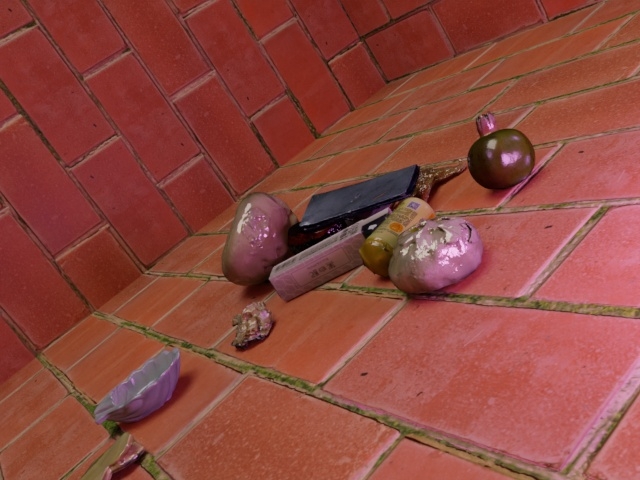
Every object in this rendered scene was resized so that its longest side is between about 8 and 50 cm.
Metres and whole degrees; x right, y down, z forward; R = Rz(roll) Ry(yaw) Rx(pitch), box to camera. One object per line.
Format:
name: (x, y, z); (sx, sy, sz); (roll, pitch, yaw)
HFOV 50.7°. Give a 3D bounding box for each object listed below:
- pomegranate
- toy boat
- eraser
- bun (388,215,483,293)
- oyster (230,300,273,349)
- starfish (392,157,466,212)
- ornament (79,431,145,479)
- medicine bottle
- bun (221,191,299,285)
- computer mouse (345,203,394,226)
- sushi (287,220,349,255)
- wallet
pomegranate: (0.468, -0.239, 1.780); (0.180, 0.209, 0.180); (-21, 6, 2)
toy boat: (-0.496, 0.423, 1.901); (0.290, 0.100, 0.199); (-33, 16, -3)
eraser: (0.044, 0.043, 1.973); (0.404, 0.096, 0.098); (-27, 16, 19)
bun: (0.257, 0.022, 1.549); (0.239, 0.141, 0.239); (-29, 15, 8)
oyster: (-0.212, 0.240, 1.935); (0.191, 0.081, 0.163); (-18, 27, 51)
starfish: (0.307, -0.172, 2.155); (0.299, 0.060, 0.302); (-17, 24, 38)
ornament: (-0.537, 0.566, 1.657); (0.180, 0.059, 0.201); (-17, 25, 52)
medicine bottle: (0.202, -0.005, 1.776); (0.124, 0.124, 0.239); (-13, 27, 50)
bun: (-0.203, 0.006, 2.276); (0.362, 0.234, 0.326); (-70, 6, -74)
computer mouse: (0.161, -0.107, 2.184); (0.158, 0.072, 0.310); (-52, 19, -8)
sushi: (0.000, 0.000, 2.143); (0.225, 0.126, 0.136); (-8, 29, 44)
wallet: (0.115, -0.127, 2.055); (0.379, 0.046, 0.190); (-16, 28, 28)
